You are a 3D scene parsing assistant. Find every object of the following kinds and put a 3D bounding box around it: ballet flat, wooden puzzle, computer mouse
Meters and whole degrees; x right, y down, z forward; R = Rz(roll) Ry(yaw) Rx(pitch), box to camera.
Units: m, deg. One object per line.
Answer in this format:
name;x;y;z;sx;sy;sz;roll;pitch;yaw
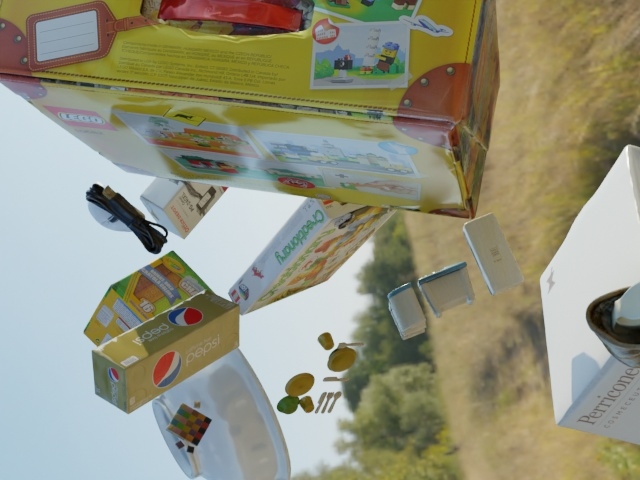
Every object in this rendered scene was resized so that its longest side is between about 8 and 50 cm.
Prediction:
ballet flat;0.429;0.063;1.022;0.124;0.342;0.116;23;-116;-33
wooden puzzle;-0.182;0.256;1.330;0.006;0.049;0.083;-60;0;43
computer mouse;-0.245;-0.031;1.155;0.106;0.042;0.193;38;173;-19

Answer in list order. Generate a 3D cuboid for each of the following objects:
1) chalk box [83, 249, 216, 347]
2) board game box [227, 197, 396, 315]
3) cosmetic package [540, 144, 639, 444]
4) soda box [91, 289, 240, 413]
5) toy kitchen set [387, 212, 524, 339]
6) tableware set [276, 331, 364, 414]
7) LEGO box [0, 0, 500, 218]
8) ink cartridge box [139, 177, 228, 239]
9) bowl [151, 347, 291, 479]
chalk box;-0.268;0.118;1.631;0.132;0.132;0.213;43;-144;8
board game box;0.000;0.000;1.472;0.053;0.193;0.305;58;140;14
cosmetic package;0.596;0.114;1.492;0.327;0.393;0.329;-83;9;-45
soda box;-0.173;0.124;1.101;0.181;0.058;0.061;-28;-50;-45
toy kitchen set;0.209;0.064;1.591;0.166;0.207;0.122;71;178;-77
tableware set;-0.005;0.200;1.432;0.024;0.104;0.154;57;134;45
LEGO box;-0.058;-0.188;1.116;0.372;0.500;0.193;48;-129;-73
ink cartridge box;-0.230;-0.092;1.674;0.150;0.063;0.109;-52;-28;-16
bowl;-0.179;0.288;1.536;0.298;0.134;0.298;48;153;34
